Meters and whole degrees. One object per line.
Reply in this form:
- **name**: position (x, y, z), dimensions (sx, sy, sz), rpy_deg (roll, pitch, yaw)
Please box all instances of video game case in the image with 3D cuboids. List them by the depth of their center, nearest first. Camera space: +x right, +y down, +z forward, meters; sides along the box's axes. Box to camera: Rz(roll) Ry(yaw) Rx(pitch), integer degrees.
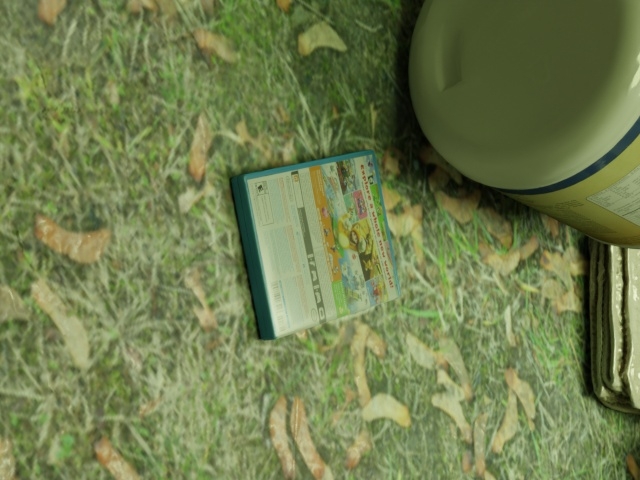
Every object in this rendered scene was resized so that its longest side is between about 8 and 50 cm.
- **video game case**: position (0.000, 0.000, 1.215), dimensions (0.166, 0.015, 0.119), rpy_deg (-15, 95, -53)

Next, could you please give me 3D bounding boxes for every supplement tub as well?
- **supplement tub**: position (0.246, -0.120, 1.387), dimensions (0.316, 0.228, 0.228), rpy_deg (21, 67, -50)

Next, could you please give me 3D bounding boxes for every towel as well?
- **towel**: position (0.350, 0.087, 1.638), dimensions (0.282, 0.049, 0.187), rpy_deg (15, 72, -51)
